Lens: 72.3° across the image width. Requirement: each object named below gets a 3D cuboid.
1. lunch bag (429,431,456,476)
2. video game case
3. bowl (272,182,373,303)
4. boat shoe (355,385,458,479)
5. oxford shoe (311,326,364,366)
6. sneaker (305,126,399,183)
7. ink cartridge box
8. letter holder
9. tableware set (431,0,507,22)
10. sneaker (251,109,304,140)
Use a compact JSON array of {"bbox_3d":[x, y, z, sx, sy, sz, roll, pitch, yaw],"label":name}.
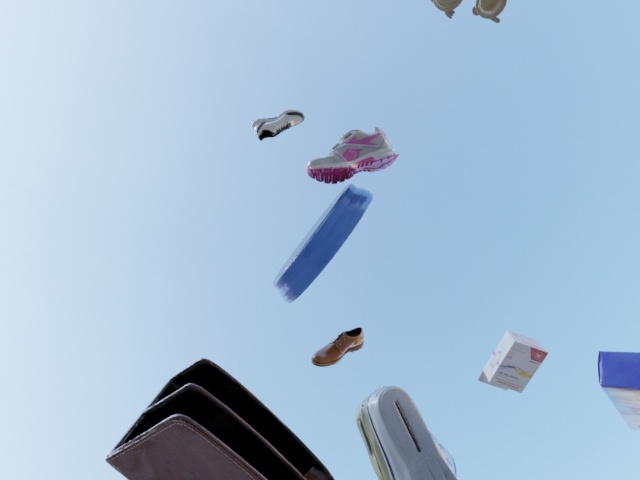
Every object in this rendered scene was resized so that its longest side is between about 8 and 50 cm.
[{"bbox_3d":[0.356,0.705,1.371,0.096,0.151,0.129,-43,-86,12],"label":"lunch bag"},{"bbox_3d":[0.594,0.238,0.650,0.269,0.061,0.244,-10,-38,40],"label":"video game case"},{"bbox_3d":[0.000,0.000,1.246,0.077,0.391,0.391,37,-77,-4],"label":"bowl"},{"bbox_3d":[0.147,0.379,0.679,0.109,0.302,0.094,-6,-28,-31],"label":"boat shoe"},{"bbox_3d":[0.054,0.331,1.393,0.212,0.076,0.076,-20,-55,-38],"label":"oxford shoe"},{"bbox_3d":[0.075,-0.229,1.160,0.252,0.103,0.111,-16,-103,-16],"label":"sneaker"},{"bbox_3d":[0.582,0.386,1.337,0.115,0.067,0.198,20,-70,-6],"label":"ink cartridge box"},{"bbox_3d":[-0.100,0.316,0.618,0.302,0.152,0.214,47,-56,-9],"label":"letter holder"},{"bbox_3d":[0.281,-0.478,0.777,0.141,0.020,0.169,34,-54,24],"label":"tableware set"},{"bbox_3d":[-0.082,-0.229,0.882,0.109,0.044,0.040,-18,-33,2],"label":"sneaker"}]
